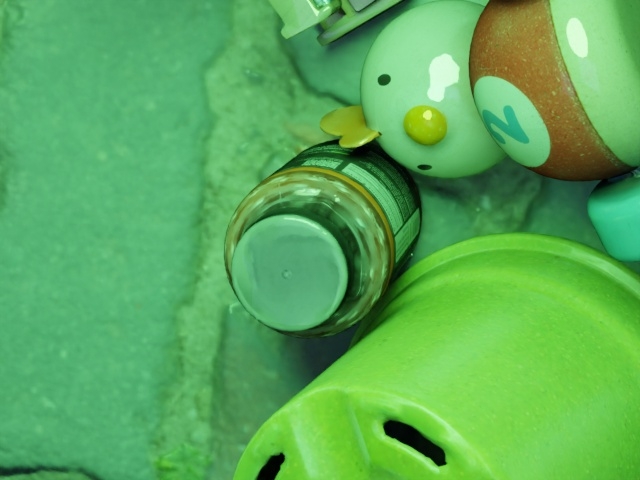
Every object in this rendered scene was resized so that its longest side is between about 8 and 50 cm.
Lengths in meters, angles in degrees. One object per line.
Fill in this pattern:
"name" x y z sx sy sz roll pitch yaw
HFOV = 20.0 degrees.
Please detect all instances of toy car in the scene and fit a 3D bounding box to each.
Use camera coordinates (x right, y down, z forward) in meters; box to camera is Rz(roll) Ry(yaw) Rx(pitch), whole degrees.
"toy car" 0.099 -0.094 1.110 0.238 0.210 0.219 -20 109 27

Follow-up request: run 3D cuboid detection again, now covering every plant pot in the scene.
"plant pot" 0.081 0.149 1.089 0.276 0.254 0.276 5 101 26

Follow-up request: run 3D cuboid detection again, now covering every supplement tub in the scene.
"supplement tub" 0.000 0.000 1.137 0.106 0.198 0.106 3 102 12

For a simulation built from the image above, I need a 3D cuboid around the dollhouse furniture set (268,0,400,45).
"dollhouse furniture set" -0.020 -0.268 1.032 0.198 0.303 0.286 -34 93 16
